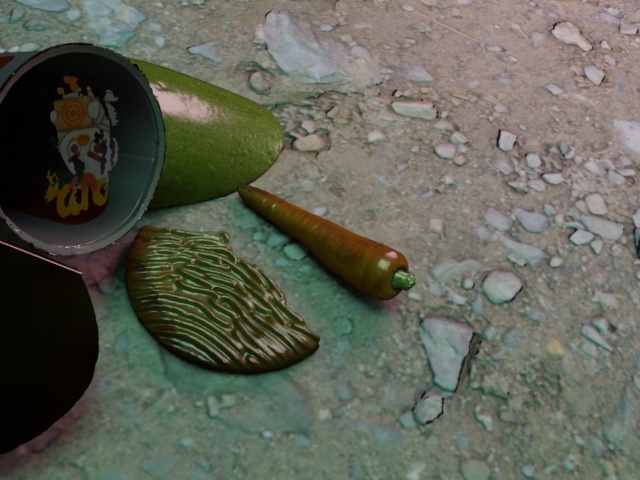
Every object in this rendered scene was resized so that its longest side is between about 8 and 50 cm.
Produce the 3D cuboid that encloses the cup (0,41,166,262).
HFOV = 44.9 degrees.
[{"bbox_3d":[-0.327,-0.108,0.789,0.288,0.203,0.203,16,44,35],"label":"cup"}]

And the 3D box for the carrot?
[{"bbox_3d":[0.000,0.000,0.898,0.256,0.061,0.061,28,50,26],"label":"carrot"}]

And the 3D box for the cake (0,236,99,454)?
[{"bbox_3d":[-0.314,0.080,0.691,0.207,0.185,0.178,-38,29,-18],"label":"cake"}]

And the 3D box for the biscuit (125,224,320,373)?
[{"bbox_3d":[-0.105,0.058,0.834,0.228,0.031,0.176,14,50,1],"label":"biscuit"}]

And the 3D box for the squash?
[{"bbox_3d":[-0.191,-0.115,0.969,0.260,0.189,0.189,12,36,-52],"label":"squash"}]
